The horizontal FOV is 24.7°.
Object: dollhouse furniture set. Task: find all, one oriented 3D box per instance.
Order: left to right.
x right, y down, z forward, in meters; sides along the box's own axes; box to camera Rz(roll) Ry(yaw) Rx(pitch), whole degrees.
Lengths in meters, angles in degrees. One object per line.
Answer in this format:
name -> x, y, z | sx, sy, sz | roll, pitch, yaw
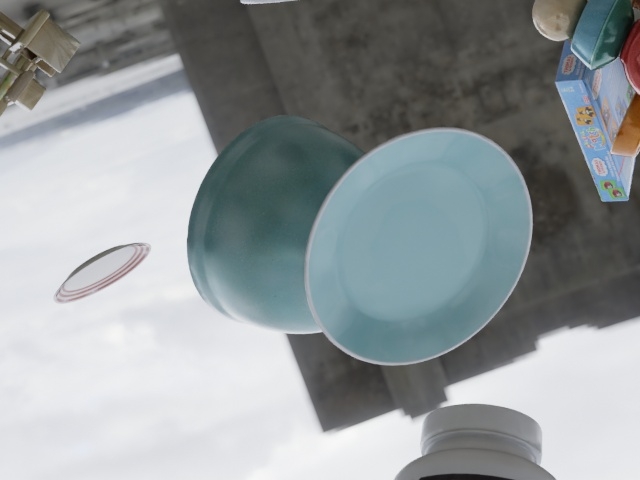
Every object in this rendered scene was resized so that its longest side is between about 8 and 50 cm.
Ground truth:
dollhouse furniture set -> -0.323, -0.129, 1.317 | 0.182, 0.101, 0.161 | -57, -162, -13

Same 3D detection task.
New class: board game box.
board game box -> 0.341, -0.175, 1.761 | 0.039, 0.211, 0.160 | -2, -130, 27

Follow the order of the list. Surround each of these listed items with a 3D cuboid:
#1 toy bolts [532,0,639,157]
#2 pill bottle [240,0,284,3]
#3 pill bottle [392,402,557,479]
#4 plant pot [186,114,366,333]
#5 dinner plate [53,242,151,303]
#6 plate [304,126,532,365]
toy bolts -> 0.308, -0.211, 1.594 | 0.158, 0.218, 0.228 | 25, -164, 13
pill bottle -> -0.062, -0.440, 1.839 | 0.152, 0.272, 0.152 | -5, -166, 1
pill bottle -> 0.148, 0.330, 1.417 | 0.181, 0.181, 0.323 | -15, -128, 33
plant pot -> 0.000, 0.000, 1.916 | 0.293, 0.293, 0.196 | -27, -145, -36
dinner plate -> -0.281, 0.037, 1.866 | 0.141, 0.017, 0.141 | -32, 169, -7
plate -> 0.070, 0.003, 1.071 | 0.188, 0.188, 0.024 | -23, -150, -16
